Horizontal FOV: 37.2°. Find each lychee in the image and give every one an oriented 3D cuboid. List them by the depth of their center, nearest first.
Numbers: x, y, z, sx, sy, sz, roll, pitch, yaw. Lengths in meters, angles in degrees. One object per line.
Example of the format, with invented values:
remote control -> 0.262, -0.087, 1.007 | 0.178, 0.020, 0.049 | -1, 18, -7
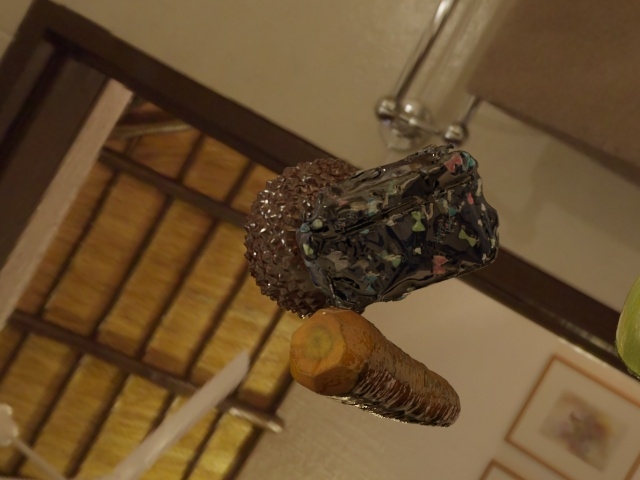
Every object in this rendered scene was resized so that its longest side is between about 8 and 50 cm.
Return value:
lychee -> 0.000, 0.000, 1.783 | 0.306, 0.306, 0.330 | -38, 0, -39

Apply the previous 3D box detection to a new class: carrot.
carrot -> 0.060, 0.114, 0.782 | 0.066, 0.066, 0.314 | -59, -30, -2

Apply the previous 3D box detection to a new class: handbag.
handbag -> 0.097, -0.017, 1.191 | 0.260, 0.113, 0.162 | -22, -76, -13

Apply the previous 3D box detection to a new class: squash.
squash -> 0.315, 0.037, 0.818 | 0.094, 0.094, 0.224 | -49, -27, -23
